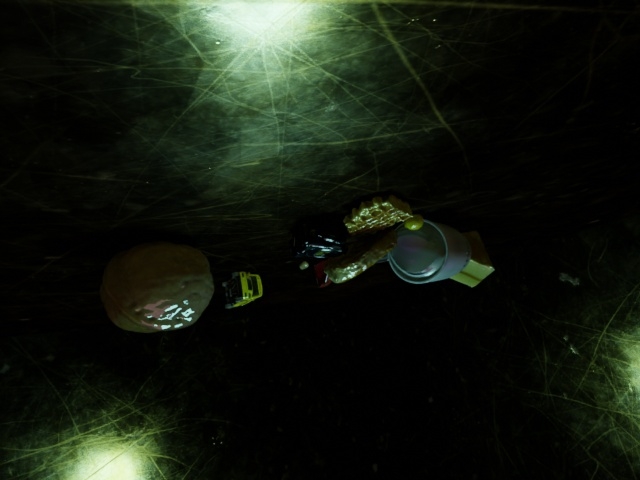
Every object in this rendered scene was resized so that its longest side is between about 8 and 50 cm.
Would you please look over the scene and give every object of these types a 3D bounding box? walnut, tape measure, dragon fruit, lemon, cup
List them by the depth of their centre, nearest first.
[{"bbox_3d":[-0.517,0.146,1.331,0.306,0.306,0.344,-18,168,25],"label":"walnut"},{"bbox_3d":[0.000,0.000,1.480,0.186,0.112,0.199,8,165,-18],"label":"tape measure"},{"bbox_3d":[0.353,-0.069,1.594,0.083,0.062,0.062,-22,162,38],"label":"lemon"},{"bbox_3d":[0.470,0.044,1.762,0.253,0.253,0.372,-21,166,36],"label":"cup"},{"bbox_3d":[0.052,0.160,2.161,0.127,0.120,0.161,-8,162,-36],"label":"dragon fruit"}]

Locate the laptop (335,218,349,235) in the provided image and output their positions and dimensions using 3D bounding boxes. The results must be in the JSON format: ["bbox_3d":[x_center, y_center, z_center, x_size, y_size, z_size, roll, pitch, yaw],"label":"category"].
[{"bbox_3d":[0.136,-0.051,1.581,0.207,0.026,0.154,-3,162,-32],"label":"laptop"}]

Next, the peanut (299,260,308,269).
[{"bbox_3d":[-0.084,0.124,2.084,0.037,0.037,0.083,-4,169,-28],"label":"peanut"}]

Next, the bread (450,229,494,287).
[{"bbox_3d":[0.624,0.104,2.125,0.362,0.244,0.233,-5,152,-11],"label":"bread"}]

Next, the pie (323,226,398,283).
[{"bbox_3d":[0.153,0.049,1.555,0.315,0.092,0.315,-32,-174,4],"label":"pie"}]

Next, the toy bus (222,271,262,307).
[{"bbox_3d":[-0.392,0.250,2.123,0.152,0.144,0.330,-4,166,-27],"label":"toy bus"}]

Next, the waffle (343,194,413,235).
[{"bbox_3d":[0.166,-0.077,1.396,0.219,0.057,0.229,-25,160,28],"label":"waffle"}]

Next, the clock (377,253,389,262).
[{"bbox_3d":[0.303,0.049,2.024,0.313,0.061,0.312,-10,166,-3],"label":"clock"}]
